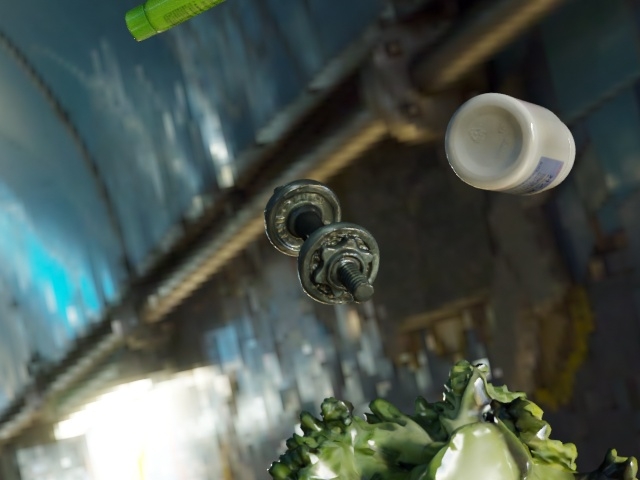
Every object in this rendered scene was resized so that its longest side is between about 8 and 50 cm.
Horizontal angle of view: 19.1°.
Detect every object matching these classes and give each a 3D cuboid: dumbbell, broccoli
[{"bbox_3d":[0.000,0.000,1.782,0.081,0.081,0.254,-11,25,-14],"label":"dumbbell"},{"bbox_3d":[0.117,0.269,1.634,0.334,0.324,0.272,-25,5,-19],"label":"broccoli"}]

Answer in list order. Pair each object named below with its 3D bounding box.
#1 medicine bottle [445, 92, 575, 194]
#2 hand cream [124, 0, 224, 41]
[{"bbox_3d":[0.210,-0.101,2.055,0.103,0.103,0.187,-15,-7,21],"label":"medicine bottle"},{"bbox_3d":[-0.072,-0.164,1.245,0.122,0.023,0.036,-22,-12,20],"label":"hand cream"}]
